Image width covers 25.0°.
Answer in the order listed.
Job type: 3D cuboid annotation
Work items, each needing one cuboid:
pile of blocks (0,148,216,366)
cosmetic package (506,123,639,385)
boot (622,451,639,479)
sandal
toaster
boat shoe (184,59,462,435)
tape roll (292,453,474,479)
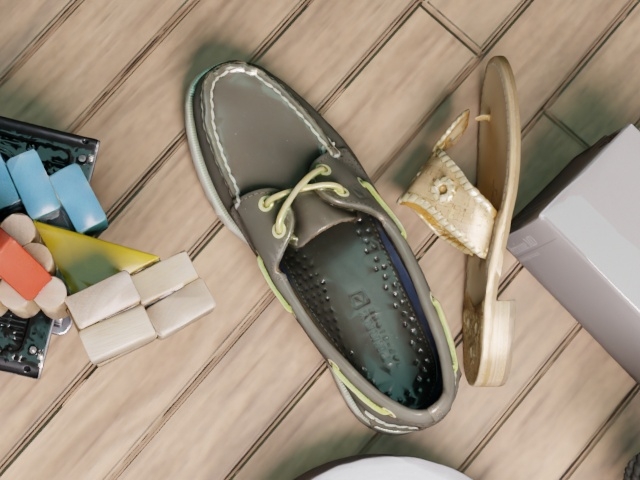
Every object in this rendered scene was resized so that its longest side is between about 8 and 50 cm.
[{"bbox_3d":[-0.235,-0.018,0.865,0.362,0.112,0.149,11,82,-6],"label":"pile of blocks"},{"bbox_3d":[0.250,0.041,1.022,0.238,0.127,0.107,43,79,2],"label":"cosmetic package"},{"bbox_3d":[0.293,0.192,0.973,0.161,0.246,0.083,-22,48,-8],"label":"boot"},{"bbox_3d":[0.094,-0.016,1.031,0.079,0.088,0.240,1,88,-9],"label":"sandal"},{"bbox_3d":[-0.250,-0.001,0.974,0.185,0.110,0.168,13,80,-5],"label":"toaster"},{"bbox_3d":[0.004,-0.002,1.014,0.109,0.091,0.305,-30,87,-10],"label":"boat shoe"},{"bbox_3d":[0.044,0.258,0.994,0.219,0.072,0.219,1,82,-6],"label":"tape roll"}]
